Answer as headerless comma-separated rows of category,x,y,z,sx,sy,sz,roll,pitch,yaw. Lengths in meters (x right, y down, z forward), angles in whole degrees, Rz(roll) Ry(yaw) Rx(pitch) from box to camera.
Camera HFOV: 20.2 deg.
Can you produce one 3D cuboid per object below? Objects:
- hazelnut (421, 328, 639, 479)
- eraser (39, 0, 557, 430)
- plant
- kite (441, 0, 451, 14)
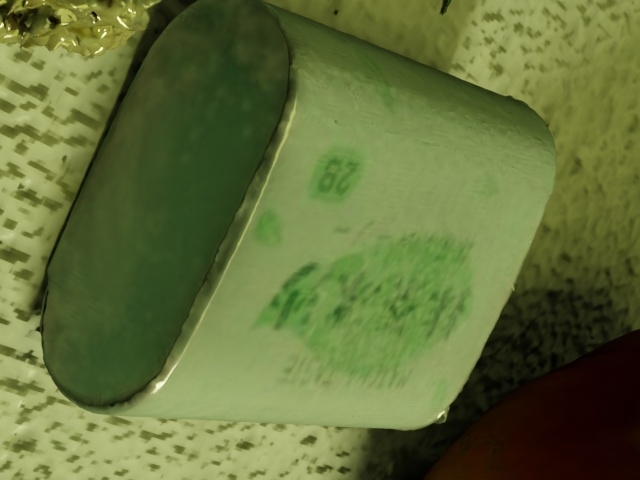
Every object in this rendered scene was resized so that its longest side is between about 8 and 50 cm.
hazelnut,0.209,0.218,1.011,0.409,0.359,0.359,-17,127,-53
eraser,0.000,0.000,0.771,0.227,0.081,0.174,11,105,-57
plant,-0.100,-0.115,0.575,0.116,0.104,0.122,-70,149,-81
kite,0.076,-0.278,0.734,0.368,0.014,0.406,-37,140,-34
